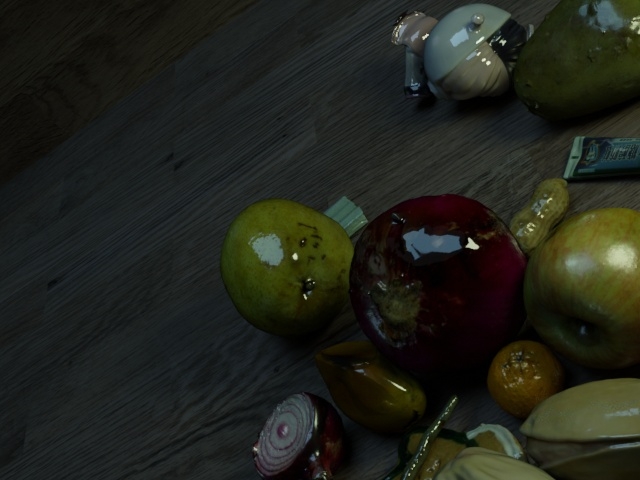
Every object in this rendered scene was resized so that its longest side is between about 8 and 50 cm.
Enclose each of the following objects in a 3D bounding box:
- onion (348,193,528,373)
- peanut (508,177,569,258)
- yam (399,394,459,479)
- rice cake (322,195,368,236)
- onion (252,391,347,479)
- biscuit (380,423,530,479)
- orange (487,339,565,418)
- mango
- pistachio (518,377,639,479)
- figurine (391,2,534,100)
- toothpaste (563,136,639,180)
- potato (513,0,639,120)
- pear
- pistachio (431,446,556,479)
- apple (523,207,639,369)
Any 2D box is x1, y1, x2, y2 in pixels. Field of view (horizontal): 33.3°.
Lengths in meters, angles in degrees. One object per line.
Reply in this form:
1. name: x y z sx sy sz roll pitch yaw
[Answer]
1. onion: 0.248 0.064 1.993 0.347 0.348 0.385 -11 7 39
2. peanut: 0.427 -0.046 2.098 0.193 0.089 0.089 -51 34 -18
3. yam: 0.179 0.365 1.862 0.027 0.029 0.234 21 62 29
4. rice cake: 0.000 0.000 2.524 0.237 0.043 0.127 -44 32 -2
5. onion: -0.019 0.404 2.021 0.195 0.140 0.218 -50 34 -3
6. biscuit: 0.200 0.427 1.841 0.343 0.057 0.287 -31 36 18
7. orange: 0.350 0.234 1.840 0.135 0.117 0.136 -29 30 18
8. mango: 0.106 0.278 2.011 0.136 0.166 0.236 -27 21 -26
9. pistachio: 0.444 0.295 1.627 0.293 0.181 0.162 -9 92 37
10. figurine: 0.319 -0.436 2.513 0.253 0.211 0.361 -58 28 -3
11. toothpaste: 0.627 -0.163 2.029 0.392 0.061 0.099 3 68 50
12. potato: 0.560 -0.399 2.208 0.359 0.219 0.270 -24 64 31
13. pear: -0.072 0.065 2.306 0.304 0.304 0.304 -27 37 23
14. pistachio: 0.293 0.443 1.586 0.207 0.226 0.331 -35 48 -30
15. apple: 0.472 0.071 1.778 0.264 0.264 0.264 -27 37 23
